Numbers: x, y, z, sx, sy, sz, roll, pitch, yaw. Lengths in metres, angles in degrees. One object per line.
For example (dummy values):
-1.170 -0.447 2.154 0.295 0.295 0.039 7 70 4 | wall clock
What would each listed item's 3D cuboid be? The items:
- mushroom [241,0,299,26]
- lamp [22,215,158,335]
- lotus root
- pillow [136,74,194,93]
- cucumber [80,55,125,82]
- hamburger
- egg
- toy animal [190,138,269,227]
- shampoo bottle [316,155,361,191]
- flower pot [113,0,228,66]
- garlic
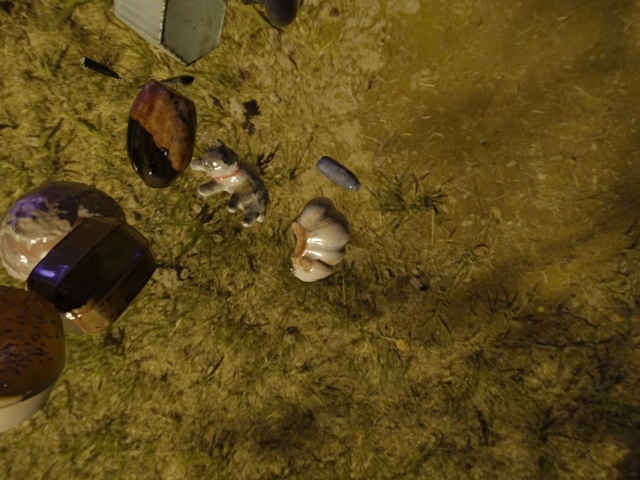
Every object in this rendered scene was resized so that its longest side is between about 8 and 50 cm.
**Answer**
-0.196 -0.949 1.558 0.244 0.243 0.243 0 105 -1 | mushroom
-0.384 0.059 0.687 0.161 0.185 0.161 17 143 14 | lamp
-0.429 -0.280 1.123 0.193 0.193 0.290 19 108 -7 | lotus root
-0.565 -0.565 1.473 0.204 0.113 0.038 -19 105 -18 | pillow
-0.802 -0.632 1.495 0.039 0.163 0.043 -45 70 20 | cucumber
-0.404 0.133 0.478 0.173 0.210 0.116 -8 120 -33 | hamburger
-0.622 -0.014 0.989 0.311 0.279 0.279 -16 106 23 | egg
-0.312 -0.217 1.503 0.266 0.307 0.188 0 150 -33 | toy animal
0.084 -0.297 1.812 0.234 0.049 0.087 39 83 25 | shampoo bottle
-0.389 -0.611 1.062 0.190 0.209 0.239 39 66 18 | flower pot
0.014 -0.006 1.337 0.185 0.203 0.280 -3 96 28 | garlic
